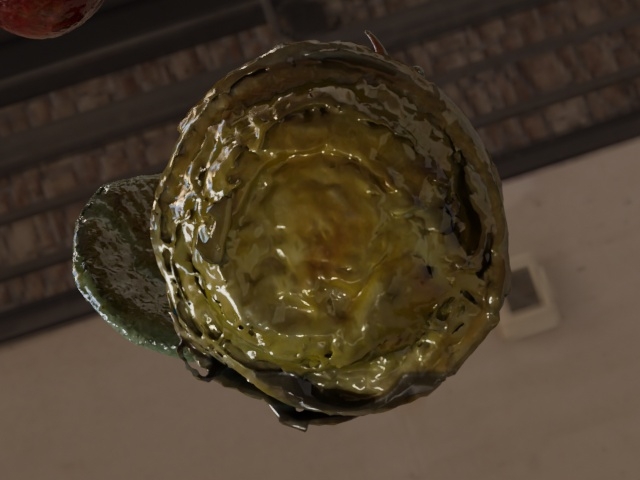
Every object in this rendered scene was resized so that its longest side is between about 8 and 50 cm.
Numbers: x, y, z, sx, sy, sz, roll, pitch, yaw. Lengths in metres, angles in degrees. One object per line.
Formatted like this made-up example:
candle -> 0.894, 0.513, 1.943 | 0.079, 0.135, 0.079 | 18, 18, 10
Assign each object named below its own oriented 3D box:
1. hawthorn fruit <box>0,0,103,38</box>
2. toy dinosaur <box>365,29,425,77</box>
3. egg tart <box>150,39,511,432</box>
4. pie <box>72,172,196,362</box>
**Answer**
hawthorn fruit -> -0.293, -0.335, 1.380 | 0.266, 0.210, 0.230 | 41, -143, -17
toy dinosaur -> 0.089, -0.194, 1.872 | 0.187, 0.106, 0.044 | 50, 143, 10
egg tart -> 0.000, 0.000, 1.033 | 0.107, 0.291, 0.290 | -21, -87, -86
pie -> -0.138, 0.033, 1.627 | 0.323, 0.323, 0.070 | -110, 30, -44
